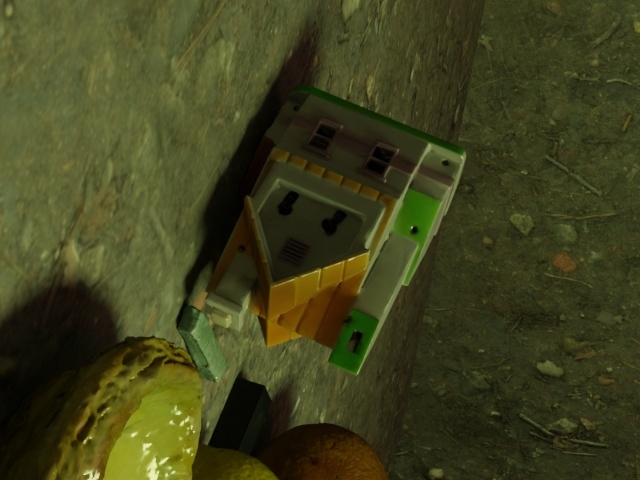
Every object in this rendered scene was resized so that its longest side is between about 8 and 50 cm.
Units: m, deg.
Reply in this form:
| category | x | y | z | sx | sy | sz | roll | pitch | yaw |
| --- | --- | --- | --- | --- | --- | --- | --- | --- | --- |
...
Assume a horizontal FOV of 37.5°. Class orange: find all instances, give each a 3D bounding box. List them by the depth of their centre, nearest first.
| category | x | y | z | sx | sy | sz | roll | pitch | yaw |
| --- | --- | --- | --- | --- | --- | --- | --- | --- | --- |
| orange | -0.011 | 0.433 | 1.554 | 0.264 | 0.264 | 0.264 | 16 | 90 | -77 |

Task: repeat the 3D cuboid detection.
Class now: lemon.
| category | x | y | z | sx | sy | sz | roll | pitch | yaw |
| --- | --- | --- | --- | --- | --- | --- | --- | --- | --- |
| lemon | -0.118 | 0.366 | 1.169 | 0.187 | 0.186 | 0.244 | 2 | 70 | -76 |

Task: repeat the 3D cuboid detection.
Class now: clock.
| category | x | y | z | sx | sy | sz | roll | pitch | yaw |
| --- | --- | --- | --- | --- | --- | --- | --- | --- | --- |
| clock | 0.000 | 0.000 | 1.116 | 0.166 | 0.235 | 0.310 | 98 | 18 | -58 |

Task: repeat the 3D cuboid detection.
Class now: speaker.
| category | x | y | z | sx | sy | sz | roll | pitch | yaw |
| --- | --- | --- | --- | --- | --- | --- | --- | --- | --- |
| speaker | -0.133 | 0.310 | 1.334 | 0.082 | 0.044 | 0.218 | 80 | 30 | -63 |

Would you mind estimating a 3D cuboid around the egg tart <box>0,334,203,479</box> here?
| category | x | y | z | sx | sy | sz | roll | pitch | yaw |
| --- | --- | --- | --- | --- | --- | --- | --- | --- | --- |
| egg tart | -0.196 | 0.205 | 0.792 | 0.294 | 0.123 | 0.294 | 12 | 90 | -78 |

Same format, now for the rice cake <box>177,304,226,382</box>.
| category | x | y | z | sx | sy | sz | roll | pitch | yaw |
| --- | --- | --- | --- | --- | --- | --- | --- | --- | --- |
| rice cake | -0.140 | 0.126 | 1.122 | 0.171 | 0.029 | 0.033 | 83 | 30 | -60 |
